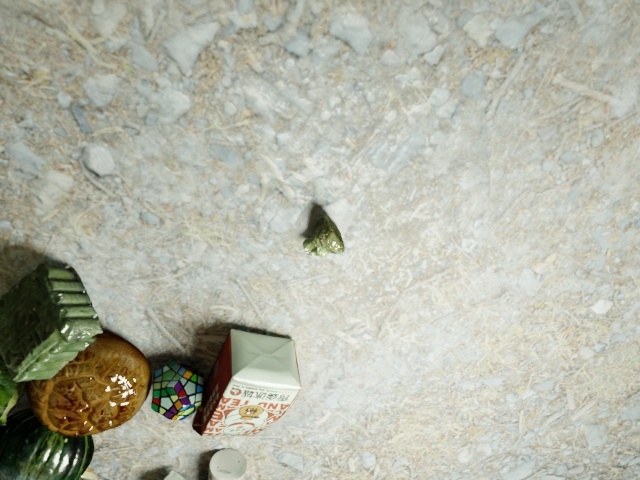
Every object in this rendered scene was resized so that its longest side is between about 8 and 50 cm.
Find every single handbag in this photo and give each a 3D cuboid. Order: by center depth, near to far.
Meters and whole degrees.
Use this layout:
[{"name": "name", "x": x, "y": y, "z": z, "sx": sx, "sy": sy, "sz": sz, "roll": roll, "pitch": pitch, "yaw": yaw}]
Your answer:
[{"name": "handbag", "x": -0.173, "y": 0.360, "z": 1.138, "sx": 0.171, "sy": 0.151, "sz": 0.298, "roll": 15, "pitch": 121, "yaw": -21}]

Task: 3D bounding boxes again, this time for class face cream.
[{"name": "face cream", "x": -0.259, "y": 0.669, "z": 1.335, "sx": 0.096, "sy": 0.095, "sz": 0.214, "roll": 7, "pitch": 119, "yaw": -11}]

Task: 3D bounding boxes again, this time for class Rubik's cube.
[{"name": "Rubik's cube", "x": -0.320, "y": 0.337, "z": 1.115, "sx": 0.112, "sy": 0.133, "sz": 0.133, "roll": 6, "pitch": 119, "yaw": -15}]

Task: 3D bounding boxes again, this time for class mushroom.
[{"name": "mushroom", "x": -0.493, "y": 0.309, "z": 1.070, "sx": 0.253, "sy": 0.153, "sz": 0.253, "roll": -6, "pitch": 115, "yaw": -14}]

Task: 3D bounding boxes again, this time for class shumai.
[{"name": "shumai", "x": 0.000, "y": 0.000, "z": 0.995, "sx": 0.081, "sy": 0.082, "sz": 0.083, "roll": -29, "pitch": 98, "yaw": 11}]

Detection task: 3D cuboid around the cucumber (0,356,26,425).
[{"name": "cucumber", "x": -0.745, "y": 0.283, "z": 1.041, "sx": 0.245, "sy": 0.134, "sz": 0.134, "roll": 30, "pitch": 112, "yaw": -12}]

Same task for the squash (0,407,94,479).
[{"name": "squash", "x": -0.623, "y": 0.471, "z": 1.112, "sx": 0.218, "sy": 0.172, "sz": 0.218, "roll": 11, "pitch": 142, "yaw": 9}]

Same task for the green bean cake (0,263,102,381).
[{"name": "green bean cake", "x": -0.533, "y": 0.157, "z": 0.948, "sx": 0.181, "sy": 0.173, "sz": 0.094, "roll": -36, "pitch": 160, "yaw": 12}]

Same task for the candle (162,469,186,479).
[{"name": "candle", "x": -0.382, "y": 0.693, "z": 1.312, "sx": 0.192, "sy": 0.068, "sz": 0.168, "roll": -5, "pitch": 112, "yaw": 29}]

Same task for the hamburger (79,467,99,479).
[{"name": "hamburger", "x": -0.694, "y": 0.675, "z": 1.219, "sx": 0.302, "sy": 0.170, "sz": 0.301, "roll": -12, "pitch": 126, "yaw": -18}]
